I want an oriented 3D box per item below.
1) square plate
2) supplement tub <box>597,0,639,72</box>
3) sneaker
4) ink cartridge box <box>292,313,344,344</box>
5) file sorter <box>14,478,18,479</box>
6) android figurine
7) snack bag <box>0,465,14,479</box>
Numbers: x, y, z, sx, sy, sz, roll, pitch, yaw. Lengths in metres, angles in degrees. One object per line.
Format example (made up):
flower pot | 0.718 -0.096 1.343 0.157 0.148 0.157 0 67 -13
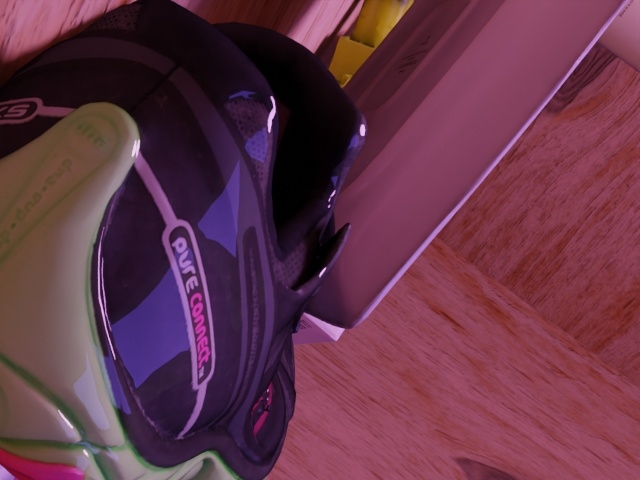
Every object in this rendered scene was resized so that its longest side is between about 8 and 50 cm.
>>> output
square plate | 0.072 -0.101 0.957 0.344 0.049 0.347 -51 -169 -7
supplement tub | 0.363 -0.344 1.769 0.235 0.325 0.235 -53 177 -4
sneaker | -0.055 0.008 0.715 0.202 0.185 0.483 -49 178 -1
ink cartridge box | 0.000 0.000 1.679 0.353 0.119 0.207 -52 -168 -16
file sorter | -0.211 0.311 1.317 0.291 0.182 0.202 122 -39 -51
android figurine | 0.035 -0.100 1.394 0.248 0.056 0.273 -25 134 -73
snack bag | -0.348 0.308 1.050 0.342 0.037 0.323 -56 176 33
